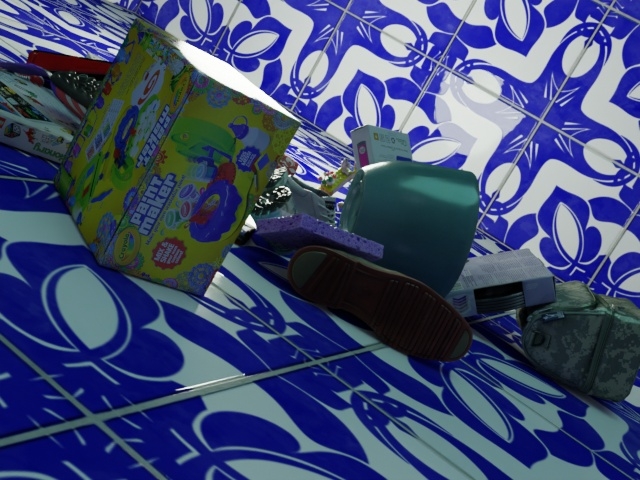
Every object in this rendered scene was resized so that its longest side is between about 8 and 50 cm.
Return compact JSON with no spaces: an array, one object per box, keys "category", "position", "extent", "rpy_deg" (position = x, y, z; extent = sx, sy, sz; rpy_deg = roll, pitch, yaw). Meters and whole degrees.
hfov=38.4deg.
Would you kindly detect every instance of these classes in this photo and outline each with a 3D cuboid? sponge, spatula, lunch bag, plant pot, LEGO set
[{"category":"sponge","position":[0.000,0.000,1.638],"extent":[0.210,0.031,0.117],"rpy_deg":[22,-21,-40]},{"category":"spatula","position":[-0.478,-0.289,1.729],"extent":[0.296,0.030,0.084],"rpy_deg":[24,1,17]},{"category":"lunch bag","position":[0.570,0.210,2.064],"extent":[0.256,0.213,0.305],"rpy_deg":[14,10,6]},{"category":"plant pot","position":[0.172,-0.039,1.968],"extent":[0.235,0.293,0.293],"rpy_deg":[16,14,-10]},{"category":"LEGO set","position":[0.088,-0.173,2.327],"extent":[0.287,0.107,0.132],"rpy_deg":[-9,52,-13]}]

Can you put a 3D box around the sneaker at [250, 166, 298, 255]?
[{"category":"sneaker","position":[-0.095,-0.053,1.791],"extent":[0.283,0.110,0.122],"rpy_deg":[-105,175,-68]}]

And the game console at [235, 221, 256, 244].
[{"category":"game console","position":[-0.167,-0.066,1.710],"extent":[0.124,0.085,0.144],"rpy_deg":[29,12,-1]}]

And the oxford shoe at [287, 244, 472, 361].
[{"category":"oxford shoe","position":[0.108,0.097,1.614],"extent":[0.348,0.123,0.130],"rpy_deg":[30,6,-4]}]

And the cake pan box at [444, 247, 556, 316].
[{"category":"cake pan box","position":[0.384,0.094,2.079],"extent":[0.245,0.070,0.267],"rpy_deg":[-12,13,2]}]

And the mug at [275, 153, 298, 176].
[{"category":"mug","position":[-0.155,-0.180,2.240],"extent":[0.169,0.150,0.113],"rpy_deg":[31,-25,-13]}]

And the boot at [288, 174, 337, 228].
[{"category":"boot","position":[0.002,-0.032,1.875],"extent":[0.258,0.123,0.095],"rpy_deg":[34,13,20]}]

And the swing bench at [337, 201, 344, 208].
[{"category":"swing bench","position":[0.229,-0.073,2.512],"extent":[0.254,0.165,0.253],"rpy_deg":[41,15,23]}]

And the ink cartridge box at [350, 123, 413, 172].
[{"category":"ink cartridge box","position":[0.173,-0.087,2.204],"extent":[0.175,0.069,0.371],"rpy_deg":[4,71,-51]}]

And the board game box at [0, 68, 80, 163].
[{"category":"board game box","position":[-0.525,-0.227,1.610],"extent":[0.193,0.053,0.305],"rpy_deg":[21,15,-39]}]

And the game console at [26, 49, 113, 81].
[{"category":"game console","position":[-0.427,-0.348,2.066],"extent":[0.342,0.060,0.386],"rpy_deg":[15,5,32]}]

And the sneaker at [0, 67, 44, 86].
[{"category":"sneaker","position":[-0.606,-0.323,1.838],"extent":[0.118,0.042,0.067],"rpy_deg":[11,17,-36]}]

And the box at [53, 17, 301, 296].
[{"category":"box","position":[-0.221,-0.125,1.333],"extent":[0.177,0.290,0.279],"rpy_deg":[22,15,-36]}]

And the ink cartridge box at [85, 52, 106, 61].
[{"category":"ink cartridge box","position":[-0.549,-0.418,2.329],"extent":[0.099,0.056,0.135],"rpy_deg":[24,13,-29]}]

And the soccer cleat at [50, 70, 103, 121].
[{"category":"soccer cleat","position":[-0.350,-0.178,1.614],"extent":[0.318,0.116,0.108],"rpy_deg":[34,24,-4]}]
